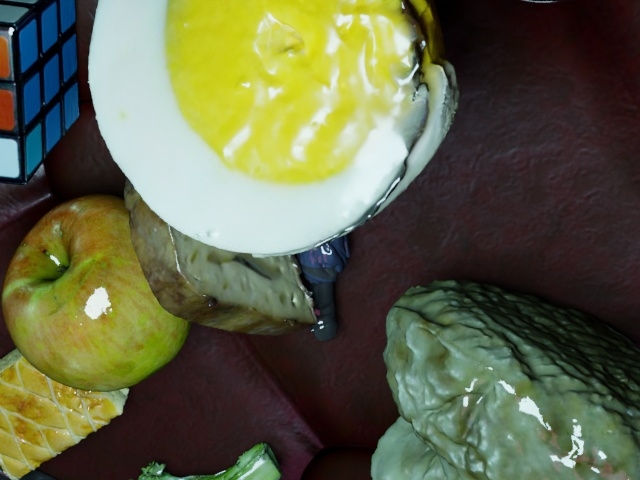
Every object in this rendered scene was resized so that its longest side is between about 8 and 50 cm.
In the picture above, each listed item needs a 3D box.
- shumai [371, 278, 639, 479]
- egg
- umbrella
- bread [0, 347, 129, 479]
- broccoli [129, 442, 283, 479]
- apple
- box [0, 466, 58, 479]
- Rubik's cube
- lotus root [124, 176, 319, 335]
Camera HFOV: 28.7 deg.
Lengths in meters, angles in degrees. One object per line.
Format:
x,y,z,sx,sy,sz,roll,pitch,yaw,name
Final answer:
0.192,0.222,1.234,0.292,0.330,0.288,6,116,-45,shumai
-0.025,-0.145,1.118,0.337,0.201,0.337,0,90,25,egg
-0.004,-0.004,1.281,0.071,0.071,0.248,7,125,5,umbrella
-0.325,0.186,1.434,0.188,0.068,0.125,-33,110,24,bread
-0.124,0.307,1.436,0.194,0.220,0.194,0,79,2,broccoli
-0.221,0.058,1.276,0.196,0.196,0.196,4,120,6,apple
-0.391,0.357,1.559,0.212,0.042,0.201,25,120,-5,box
-0.328,-0.162,1.180,0.163,0.162,0.160,6,120,4,Rubik's cube
-0.108,-0.004,1.227,0.074,0.170,0.261,-17,99,36,lotus root
